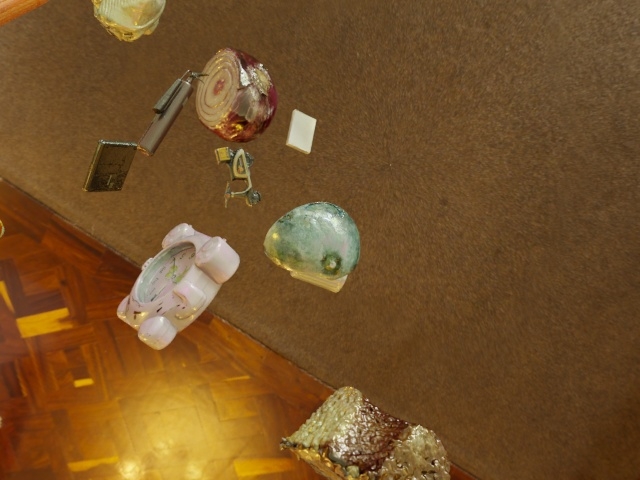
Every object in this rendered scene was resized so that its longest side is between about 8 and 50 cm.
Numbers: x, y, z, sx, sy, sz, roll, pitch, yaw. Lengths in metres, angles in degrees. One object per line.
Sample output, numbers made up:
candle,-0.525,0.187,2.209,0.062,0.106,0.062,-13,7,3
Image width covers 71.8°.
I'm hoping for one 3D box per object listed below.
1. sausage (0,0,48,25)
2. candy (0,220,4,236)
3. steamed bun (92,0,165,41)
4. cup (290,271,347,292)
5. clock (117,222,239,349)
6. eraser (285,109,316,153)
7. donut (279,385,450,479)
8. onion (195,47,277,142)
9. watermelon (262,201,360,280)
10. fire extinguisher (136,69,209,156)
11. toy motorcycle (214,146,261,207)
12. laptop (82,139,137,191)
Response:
sausage,-0.723,-0.574,1.048,0.071,0.234,0.071,22,145,16
candy,-0.421,-0.068,0.553,0.055,0.049,0.185,15,122,-26
steamed bun,-0.696,-0.888,1.657,0.280,0.207,0.268,-42,78,6
cup,0.004,0.075,1.760,0.201,0.167,0.221,18,93,-14
clock,-0.394,0.117,1.205,0.322,0.295,0.113,-53,130,-17
eraser,-0.075,-0.427,1.742,0.103,0.023,0.151,19,74,-29
donut,0.061,0.285,0.595,0.144,0.186,0.126,50,61,-16
onion,-0.287,-0.500,1.605,0.281,0.260,0.337,-29,64,28
watermelon,0.002,0.004,1.376,0.321,0.175,0.188,-6,128,-23
fire extinguisher,-0.245,-0.217,0.716,0.035,0.049,0.173,12,69,35
toy motorcycle,-0.342,-0.259,1.851,0.157,0.091,0.263,-13,94,-15
laptop,-0.748,-0.261,1.576,0.026,0.154,0.207,39,114,17
